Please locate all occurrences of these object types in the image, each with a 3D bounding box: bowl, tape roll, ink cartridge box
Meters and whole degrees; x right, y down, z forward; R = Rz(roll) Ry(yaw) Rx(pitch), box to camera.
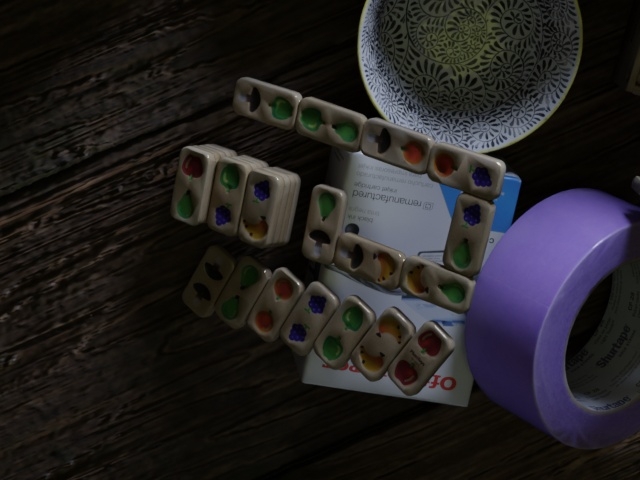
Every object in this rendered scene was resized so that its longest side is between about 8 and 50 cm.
[{"bbox_3d":[0.105,-0.156,1.389,0.170,0.080,0.170,-2,108,-7],"label":"bowl"},{"bbox_3d":[0.208,0.060,1.427,0.189,0.080,0.189,-17,120,-32],"label":"tape roll"},{"bbox_3d":[0.065,0.022,1.439,0.140,0.082,0.190,9,104,-10],"label":"ink cartridge box"}]

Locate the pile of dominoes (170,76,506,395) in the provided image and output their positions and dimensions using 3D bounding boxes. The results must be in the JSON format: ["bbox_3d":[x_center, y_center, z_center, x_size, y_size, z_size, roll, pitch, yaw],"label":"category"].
[{"bbox_3d":[0.000,0.000,1.366,0.251,0.040,0.196,20,108,29],"label":"pile of dominoes"}]

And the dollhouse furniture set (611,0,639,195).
[{"bbox_3d":[0.332,-0.120,1.344,0.161,0.242,0.212,11,106,-11],"label":"dollhouse furniture set"}]
